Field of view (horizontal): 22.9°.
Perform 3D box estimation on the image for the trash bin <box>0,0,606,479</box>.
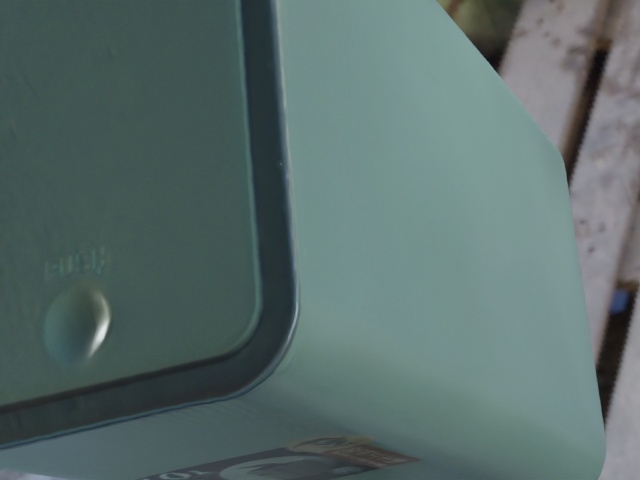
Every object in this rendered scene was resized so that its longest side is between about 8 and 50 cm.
[{"bbox_3d":[0.000,0.000,0.663,0.158,0.343,0.223,-16,67,26],"label":"trash bin"}]
